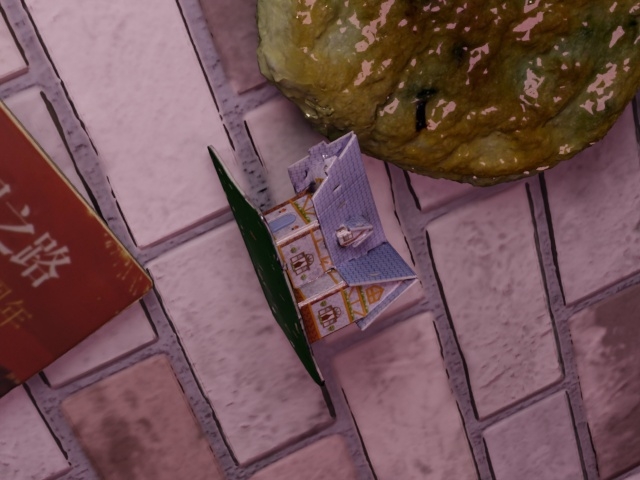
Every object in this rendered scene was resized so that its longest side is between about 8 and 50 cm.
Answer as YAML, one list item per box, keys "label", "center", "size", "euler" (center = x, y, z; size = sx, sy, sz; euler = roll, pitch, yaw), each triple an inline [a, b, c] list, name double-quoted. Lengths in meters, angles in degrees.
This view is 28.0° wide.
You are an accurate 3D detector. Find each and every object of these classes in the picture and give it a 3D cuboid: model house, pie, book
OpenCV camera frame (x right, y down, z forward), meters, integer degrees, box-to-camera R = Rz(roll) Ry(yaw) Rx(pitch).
- label: "model house"
  center: [0.000, 0.000, 0.862]
  size: [0.088, 0.117, 0.167]
  euler: [-26, 127, -9]
- label: "pie"
  center: [0.109, -0.172, 0.827]
  size: [0.323, 0.070, 0.323]
  euler: [-12, 124, -19]
- label: "book"
  center: [-0.325, 0.051, 0.802]
  size: [0.374, 0.028, 0.262]
  euler: [-35, 127, 0]
